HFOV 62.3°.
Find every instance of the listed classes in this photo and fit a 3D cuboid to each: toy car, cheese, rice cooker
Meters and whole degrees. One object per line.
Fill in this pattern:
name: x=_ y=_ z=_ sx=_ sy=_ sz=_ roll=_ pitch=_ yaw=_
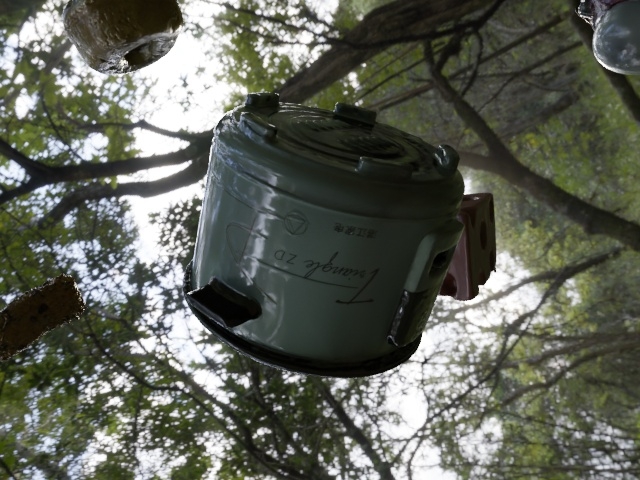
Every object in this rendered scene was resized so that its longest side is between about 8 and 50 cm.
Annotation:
toy car: x=0.341 y=-0.235 z=0.571 sx=0.112 sy=0.139 sz=0.112 roll=-63 pitch=-25 yaw=-9
cheese: x=0.154 y=0.008 z=0.784 sx=0.203 sy=0.177 sz=0.128 roll=-27 pitch=-68 yaw=-59
rice cooker: x=0.000 y=0.000 z=0.501 sx=0.241 sy=0.227 sz=0.280 roll=28 pitch=-153 yaw=25

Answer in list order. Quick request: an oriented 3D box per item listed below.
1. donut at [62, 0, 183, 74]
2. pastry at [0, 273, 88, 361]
donut: x=-0.377 y=-0.413 z=1.022 sx=0.209 sy=0.261 sz=0.128 roll=-29 pitch=-80 yaw=-17
pastry: x=-0.422 y=0.111 z=0.785 sx=0.140 sy=0.056 sz=0.080 roll=-34 pitch=-66 yaw=-44
